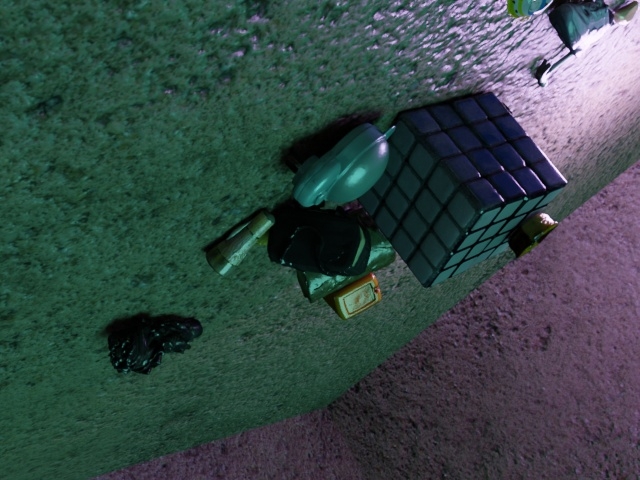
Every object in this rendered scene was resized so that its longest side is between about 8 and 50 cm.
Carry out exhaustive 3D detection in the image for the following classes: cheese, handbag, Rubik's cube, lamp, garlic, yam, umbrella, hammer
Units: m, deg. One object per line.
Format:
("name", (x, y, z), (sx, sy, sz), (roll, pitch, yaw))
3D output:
("cheese", (0.460, -0.562, 1.539), (0.156, 0.064, 0.250), (-21, 144, -28))
("handbag", (-0.163, -0.013, 1.937), (0.083, 0.027, 0.061), (-3, 144, -48))
("Rubik's cube", (0.357, -0.138, 1.938), (0.337, 0.344, 0.344), (-19, 153, -32))
("lamp", (0.051, -0.169, 1.721), (0.284, 0.147, 0.209), (-18, 157, -30))
("garlic", (0.807, -0.601, 1.956), (0.083, 0.041, 0.053), (-36, 147, -13))
("yam", (0.061, 0.035, 2.127), (0.300, 0.195, 0.195), (-27, 158, -11))
("handbag", (0.000, 0.000, 1.899), (0.254, 0.181, 0.181), (9, 174, 17))
("umbrella", (-0.443, 0.293, 2.059), (0.128, 0.154, 0.336), (3, 175, 30))
("hammer", (0.690, -0.516, 1.998), (0.246, 0.029, 0.103), (-37, 159, 10))

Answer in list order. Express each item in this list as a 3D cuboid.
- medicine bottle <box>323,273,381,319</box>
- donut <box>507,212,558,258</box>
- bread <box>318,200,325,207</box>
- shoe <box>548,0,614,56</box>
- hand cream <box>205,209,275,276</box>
("medicine bottle", (0.070, 0.130, 2.269), (0.149, 0.222, 0.112), (-27, 123, -14))
("donut", (0.552, -0.016, 1.930), (0.140, 0.059, 0.140), (-32, 161, -12))
("bread", (-0.013, -0.109, 1.916), (0.049, 0.034, 0.088), (1, 160, 10))
("shoe", (0.646, -0.540, 1.806), (0.137, 0.095, 0.245), (-44, 159, 19))
("hand cream", (-0.194, 0.002, 1.861), (0.203, 0.084, 0.084), (-42, 157, 12))
